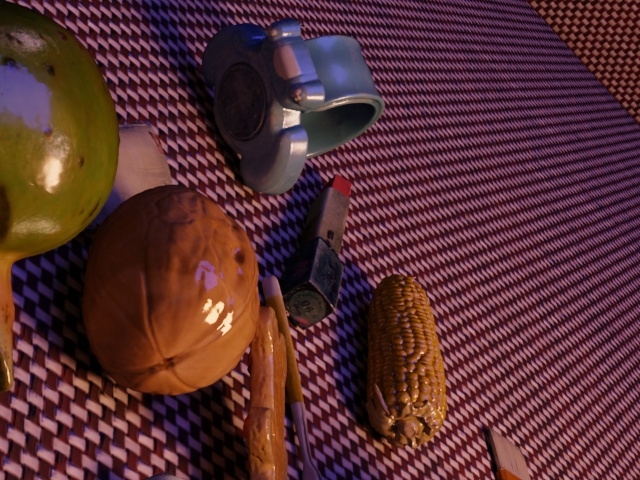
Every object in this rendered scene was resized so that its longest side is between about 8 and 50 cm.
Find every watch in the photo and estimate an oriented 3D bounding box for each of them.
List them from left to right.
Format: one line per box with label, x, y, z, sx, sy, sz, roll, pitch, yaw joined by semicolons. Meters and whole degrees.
watch;-0.018;-0.169;1.731;0.193;0.211;0.211;-7;64;-44

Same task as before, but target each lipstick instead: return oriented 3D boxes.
lipstick;0.000;0.000;1.728;0.051;0.051;0.312;48;23;-17

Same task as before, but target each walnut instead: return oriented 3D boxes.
walnut;-0.130;0.044;1.285;0.165;0.165;0.197;44;17;-26

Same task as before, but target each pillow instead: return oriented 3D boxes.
pillow;-0.213;-0.063;1.394;0.229;0.051;0.128;0;67;-61

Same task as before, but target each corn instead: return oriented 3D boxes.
corn;0.096;0.134;1.687;0.260;0.091;0.091;-89;175;-53

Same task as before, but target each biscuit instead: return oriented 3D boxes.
biscuit;-0.050;0.178;1.335;0.153;0.030;0.234;73;15;-65

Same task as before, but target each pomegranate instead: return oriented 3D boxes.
pomegranate;-0.263;-0.034;1.090;0.236;0.236;0.301;1;82;-62

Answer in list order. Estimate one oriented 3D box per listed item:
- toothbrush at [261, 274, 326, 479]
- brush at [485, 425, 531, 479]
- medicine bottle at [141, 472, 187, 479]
toothbrush;-0.026;0.153;1.514;0.024;0.021;0.288;46;24;-49
brush;0.264;0.374;1.795;0.090;0.017;0.314;34;33;-41
medicine bottle;-0.119;0.274;1.144;0.051;0.051;0.191;35;32;-40
